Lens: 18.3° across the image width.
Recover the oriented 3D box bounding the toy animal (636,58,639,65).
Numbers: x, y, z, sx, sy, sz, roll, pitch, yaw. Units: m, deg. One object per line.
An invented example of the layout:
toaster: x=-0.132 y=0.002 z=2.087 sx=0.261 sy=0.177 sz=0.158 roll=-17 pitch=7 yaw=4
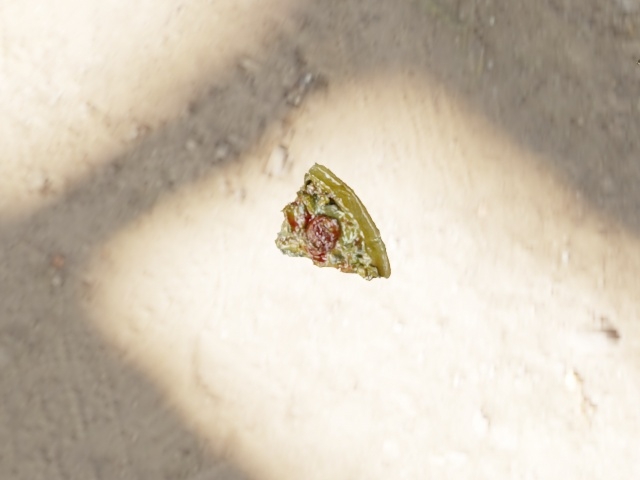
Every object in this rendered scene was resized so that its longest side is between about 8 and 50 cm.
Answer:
toy animal: x=0.240 y=-0.062 z=0.900 sx=0.179 sy=0.138 sz=0.166 roll=-25 pitch=126 yaw=-12

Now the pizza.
pizza: x=0.000 y=0.000 z=1.218 sx=0.078 sy=0.025 sz=0.083 roll=-30 pitch=100 yaw=38
